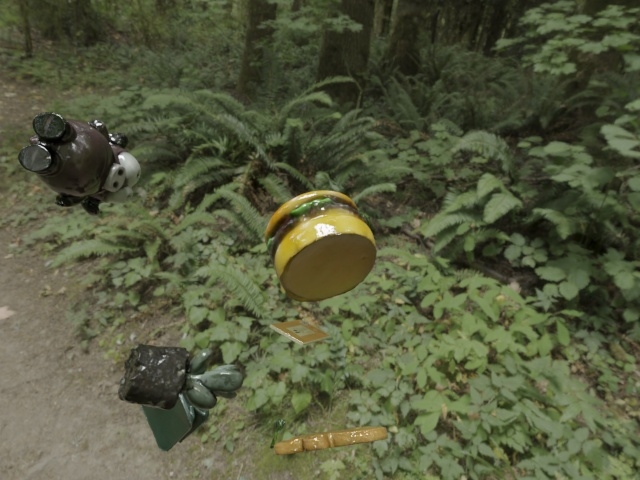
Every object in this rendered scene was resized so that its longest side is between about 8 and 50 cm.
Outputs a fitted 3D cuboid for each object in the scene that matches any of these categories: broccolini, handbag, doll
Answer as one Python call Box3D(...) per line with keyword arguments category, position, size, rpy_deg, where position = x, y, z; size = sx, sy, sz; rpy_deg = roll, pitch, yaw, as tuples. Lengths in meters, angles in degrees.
Box3D(category="broccolini", position=(-0.154, 0.700, 1.467), size=(0.035, 0.030, 0.140), rpy_deg=(-7, 10, 8))
Box3D(category="handbag", position=(-0.496, 0.522, 1.321), size=(0.079, 0.247, 0.260), rpy_deg=(-12, 60, -54))
Box3D(category="doll", position=(-0.430, -0.143, 0.753), size=(0.117, 0.182, 0.257), rpy_deg=(20, -7, 7))

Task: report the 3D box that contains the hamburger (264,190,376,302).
Box3D(category="hamburger", position=(0.000, 0.000, 1.466), size=(0.395, 0.396, 0.277), rpy_deg=(-3, 46, -23))

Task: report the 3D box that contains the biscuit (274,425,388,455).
Box3D(category="biscuit", position=(0.037, 0.635, 1.297), size=(0.354, 0.275, 0.052), rpy_deg=(-14, 63, 8))

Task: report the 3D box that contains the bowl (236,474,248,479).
Box3D(category="bowl", position=(-0.278, 0.901, 1.326), size=(0.112, 0.211, 0.211), rpy_deg=(31, 30, 17))

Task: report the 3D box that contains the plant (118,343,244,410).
Box3D(category="plant", position=(-0.329, 0.330, 0.980), size=(0.274, 0.149, 0.146), rpy_deg=(16, -18, -26))

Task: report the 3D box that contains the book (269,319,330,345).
Box3D(category="book", position=(-0.056, 0.266, 1.184), size=(0.118, 0.012, 0.172), rpy_deg=(22, 5, 27))
